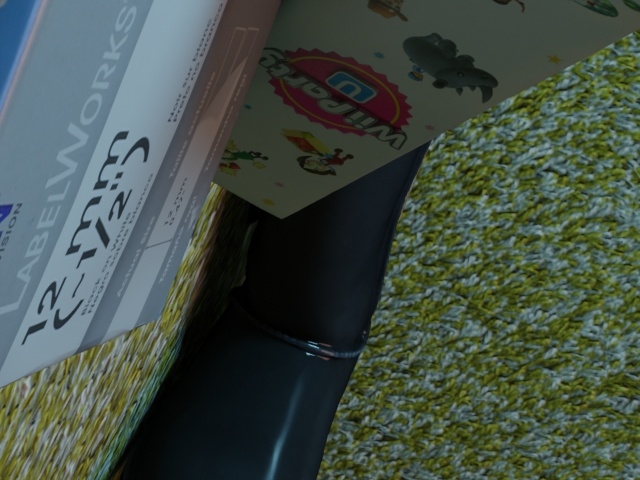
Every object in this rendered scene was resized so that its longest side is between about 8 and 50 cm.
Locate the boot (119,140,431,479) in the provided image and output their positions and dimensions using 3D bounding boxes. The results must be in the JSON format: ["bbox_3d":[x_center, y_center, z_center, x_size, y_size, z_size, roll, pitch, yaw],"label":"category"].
[{"bbox_3d":[0.000,-0.001,1.172,0.367,0.146,0.445,-73,-175,-58],"label":"boot"}]

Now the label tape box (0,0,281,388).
[{"bbox_3d":[-0.095,-0.084,0.444,0.348,0.115,0.249,-32,145,-79],"label":"label tape box"}]

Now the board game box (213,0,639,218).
[{"bbox_3d":[0.045,-0.159,0.675,0.303,0.098,0.224,-29,-141,59],"label":"board game box"}]
